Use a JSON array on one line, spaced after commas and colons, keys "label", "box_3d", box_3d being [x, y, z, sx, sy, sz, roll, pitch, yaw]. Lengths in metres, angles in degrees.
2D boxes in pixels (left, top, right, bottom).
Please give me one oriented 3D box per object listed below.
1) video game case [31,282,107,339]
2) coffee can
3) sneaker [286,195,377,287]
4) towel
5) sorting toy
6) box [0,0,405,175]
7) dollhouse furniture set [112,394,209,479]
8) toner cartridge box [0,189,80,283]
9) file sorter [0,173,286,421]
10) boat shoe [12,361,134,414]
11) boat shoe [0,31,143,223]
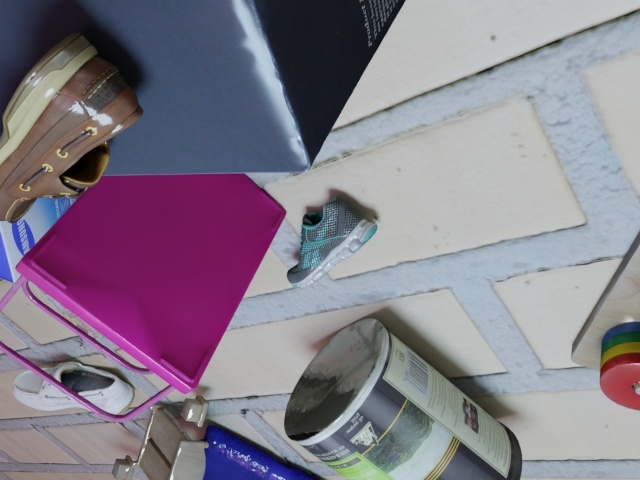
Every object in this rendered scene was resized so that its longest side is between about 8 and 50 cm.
[{"label": "video game case", "box_3d": [-0.410, 0.093, 1.149, 0.206, 0.026, 0.227, -7, 129, 32]}, {"label": "coffee can", "box_3d": [0.116, 0.271, 0.930, 0.275, 0.201, 0.201, 40, 137, -14]}, {"label": "sneaker", "box_3d": [0.000, 0.000, 0.831, 0.076, 0.065, 0.166, 49, 133, -1]}, {"label": "towel", "box_3d": [-0.133, 0.517, 1.411, 0.308, 0.076, 0.227, 28, 132, -1]}, {"label": "sorting toy", "box_3d": [0.433, 0.116, 0.695, 0.257, 0.089, 0.255, 17, 138, 11]}, {"label": "box", "box_3d": [-0.112, -0.200, 0.497, 0.296, 0.294, 0.182, 2, 133, 26]}, {"label": "dollhouse furniture set", "box_3d": [-0.294, 0.460, 1.372, 0.174, 0.355, 0.303, 17, -179, -34]}, {"label": "toner cartridge box", "box_3d": [-0.388, -0.115, 0.822, 0.075, 0.165, 0.348, 23, 139, 5]}, {"label": "file sorter", "box_3d": [-0.211, 0.030, 0.769, 0.202, 0.290, 0.182, 42, 131, -16]}, {"label": "boat shoe", "box_3d": [-0.525, 0.293, 1.364, 0.277, 0.098, 0.096, 1, 133, 14]}, {"label": "boat shoe", "box_3d": [-0.167, -0.051, 0.407, 0.060, 0.064, 0.178, 40, 136, -16]}]
